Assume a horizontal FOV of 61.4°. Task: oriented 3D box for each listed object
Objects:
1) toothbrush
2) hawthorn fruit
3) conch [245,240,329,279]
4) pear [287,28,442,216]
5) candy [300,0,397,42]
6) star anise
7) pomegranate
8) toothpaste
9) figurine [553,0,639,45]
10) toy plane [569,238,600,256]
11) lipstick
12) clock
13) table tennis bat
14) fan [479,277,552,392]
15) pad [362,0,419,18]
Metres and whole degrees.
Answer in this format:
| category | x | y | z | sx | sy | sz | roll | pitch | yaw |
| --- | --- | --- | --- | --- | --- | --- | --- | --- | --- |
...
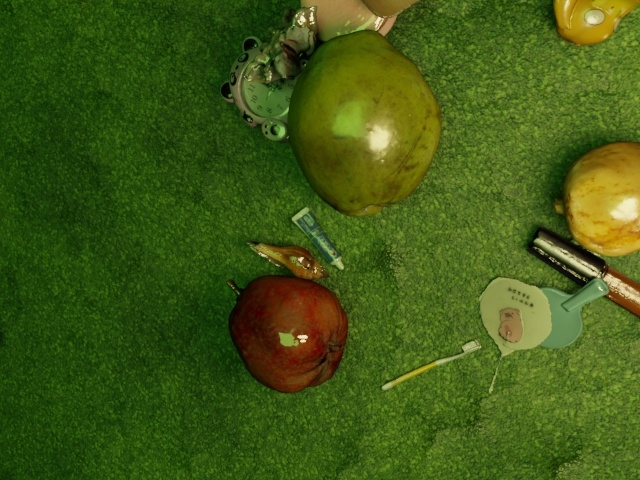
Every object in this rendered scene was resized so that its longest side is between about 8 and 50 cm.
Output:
| category | x | y | z | sx | sy | sz | roll | pitch | yaw |
| --- | --- | --- | --- | --- | --- | --- | --- | --- | --- |
| toothbrush | 0.279 | 0.324 | 1.391 | 0.288 | 0.021 | 0.024 | -31 | 75 | 20 |
| hawthorn fruit | -0.090 | 0.233 | 1.374 | 0.325 | 0.308 | 0.308 | -4 | 95 | 30 |
| conch | -0.082 | 0.045 | 1.454 | 0.233 | 0.086 | 0.080 | 28 | 71 | 14 |
| pear | 0.092 | -0.260 | 1.232 | 0.352 | 0.352 | 0.413 | -10 | 96 | 21 |
| candy | 0.075 | -0.584 | 1.315 | 0.255 | 0.094 | 0.255 | 2 | 97 | 20 |
| star anise | -0.088 | -0.456 | 1.283 | 0.236 | 0.093 | 0.229 | -33 | 45 | 24 |
| pomegranate | 0.607 | -0.086 | 1.109 | 0.248 | 0.248 | 0.248 | 2 | 97 | 20 |
| toothpaste | 0.000 | 0.000 | 1.447 | 0.057 | 0.035 | 0.197 | -38 | 81 | 4 |
| figurine | 0.580 | -0.534 | 1.109 | 0.215 | 0.215 | 0.228 | -5 | 80 | 21 |
| toy plane | 0.610 | -0.002 | 1.224 | 0.083 | 0.033 | 0.080 | -10 | 82 | 21 |
| lipstick | 0.658 | 0.105 | 1.196 | 0.418 | 0.077 | 0.077 | 33 | 106 | 12 |
| clock | -0.131 | -0.402 | 1.418 | 0.248 | 0.090 | 0.227 | 35 | 106 | 14 |
| table tennis bat | 0.548 | 0.156 | 1.225 | 0.149 | 0.038 | 0.237 | 53 | 134 | 15 |
| fan | 0.448 | 0.241 | 1.302 | 0.182 | 0.010 | 0.310 | 23 | 113 | 37 |
| pad | 0.160 | -0.666 | 1.235 | 0.284 | 0.018 | 0.286 | -36 | 81 | -15 |
